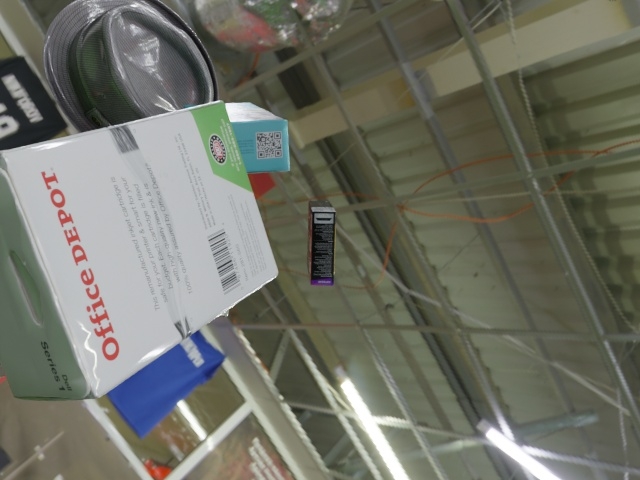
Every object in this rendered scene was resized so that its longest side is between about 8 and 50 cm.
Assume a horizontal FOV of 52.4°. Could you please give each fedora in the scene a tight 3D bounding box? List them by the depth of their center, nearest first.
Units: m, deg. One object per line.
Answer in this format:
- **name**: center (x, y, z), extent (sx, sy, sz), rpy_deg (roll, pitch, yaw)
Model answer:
- **fedora**: center (-0.257, -0.247, 0.949), extent (0.124, 0.243, 0.275), rpy_deg (2, -56, 61)

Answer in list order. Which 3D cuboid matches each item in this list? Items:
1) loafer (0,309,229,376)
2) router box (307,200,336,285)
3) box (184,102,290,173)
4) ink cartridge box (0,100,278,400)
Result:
- **loafer**: center (-0.255, 0.101, 0.713), extent (0.111, 0.319, 0.112), rpy_deg (65, -14, 4)
- **router box**: center (0.000, 0.000, 1.209), extent (0.179, 0.046, 0.133), rpy_deg (-106, -162, -80)
- **box**: center (-0.115, -0.135, 0.827), extent (0.244, 0.100, 0.060), rpy_deg (-135, -138, -67)
- **ink cartridge box**: center (-0.143, -0.003, 0.485), extent (0.092, 0.219, 0.160), rpy_deg (-10, -77, 32)
